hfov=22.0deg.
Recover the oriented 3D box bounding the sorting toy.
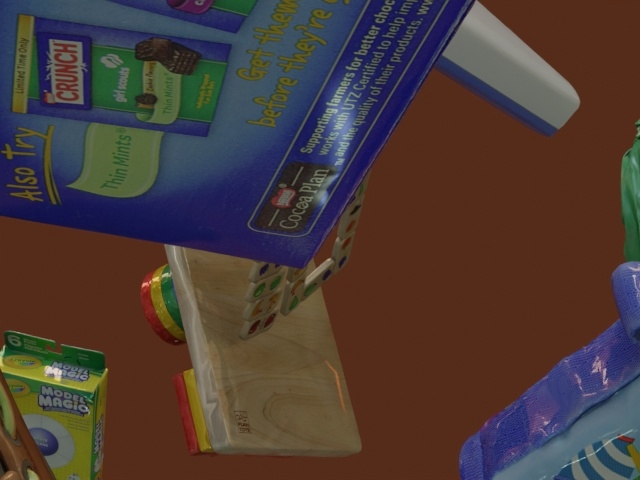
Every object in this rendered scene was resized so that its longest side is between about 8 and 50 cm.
[{"bbox_3d":[-0.086,0.121,1.816,0.089,0.257,0.255,-24,70,29],"label":"sorting toy"}]

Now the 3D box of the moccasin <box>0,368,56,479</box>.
[{"bbox_3d":[-0.184,0.156,0.835,0.139,0.147,0.380,-19,76,3],"label":"moccasin"}]

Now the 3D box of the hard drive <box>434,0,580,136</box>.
[{"bbox_3d":[0.020,-0.176,1.006,0.040,0.319,0.210,-50,59,12],"label":"hard drive"}]

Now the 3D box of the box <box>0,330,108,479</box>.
[{"bbox_3d":[-0.255,0.169,1.544,0.105,0.043,0.179,12,122,7],"label":"box"}]

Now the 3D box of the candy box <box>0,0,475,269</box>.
[{"bbox_3d":[-0.115,-0.125,0.456,0.317,0.268,0.122,10,59,-15],"label":"candy box"}]

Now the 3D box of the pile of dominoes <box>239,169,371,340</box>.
[{"bbox_3d":[0.000,0.000,1.698,0.040,0.196,0.251,34,141,19],"label":"pile of dominoes"}]

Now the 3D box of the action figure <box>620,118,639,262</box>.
[{"bbox_3d":[0.380,-0.041,1.823,0.063,0.232,0.137,21,142,-35],"label":"action figure"}]

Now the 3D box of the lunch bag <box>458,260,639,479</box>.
[{"bbox_3d":[0.207,0.064,0.668,0.221,0.138,0.293,-37,136,26],"label":"lunch bag"}]
